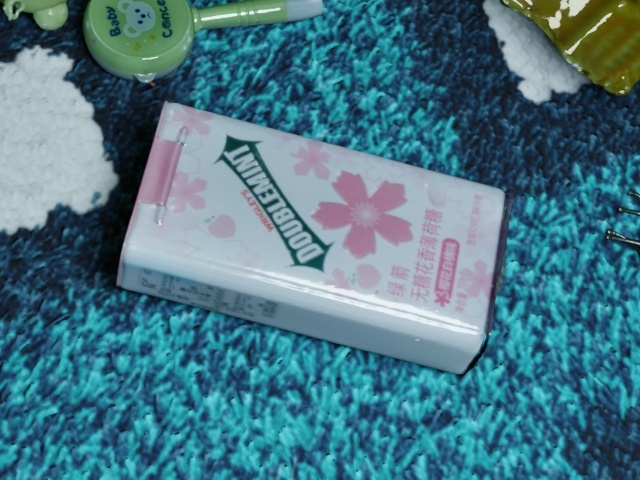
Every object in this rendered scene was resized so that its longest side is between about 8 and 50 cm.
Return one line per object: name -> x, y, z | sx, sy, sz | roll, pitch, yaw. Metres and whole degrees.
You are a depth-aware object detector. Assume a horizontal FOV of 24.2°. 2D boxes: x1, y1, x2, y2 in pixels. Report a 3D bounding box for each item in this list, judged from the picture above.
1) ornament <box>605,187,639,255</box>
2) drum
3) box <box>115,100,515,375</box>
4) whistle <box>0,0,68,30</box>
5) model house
ornament -> 0.365, 0.005, 1.575 | 0.125, 0.028, 0.073 | 30, 64, 7
drum -> -0.133, -0.251, 1.594 | 0.253, 0.049, 0.130 | -25, 72, -20
box -> 0.000, 0.000, 1.469 | 0.370, 0.112, 0.190 | 16, 63, -5
whistle -> -0.292, -0.352, 1.578 | 0.106, 0.131, 0.288 | -8, 59, 33
model house -> 0.344, -0.260, 1.633 | 0.239, 0.173, 0.268 | 44, 72, 3
